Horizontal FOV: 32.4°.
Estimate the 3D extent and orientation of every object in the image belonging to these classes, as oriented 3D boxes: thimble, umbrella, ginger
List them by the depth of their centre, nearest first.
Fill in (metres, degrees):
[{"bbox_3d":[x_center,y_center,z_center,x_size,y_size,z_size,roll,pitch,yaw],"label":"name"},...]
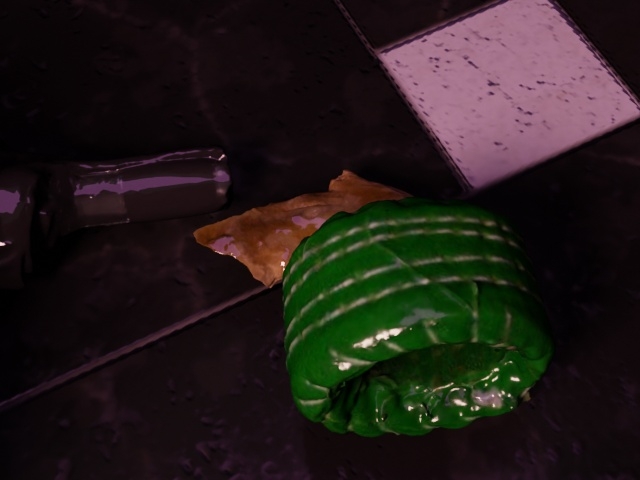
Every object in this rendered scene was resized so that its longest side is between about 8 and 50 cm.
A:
[{"bbox_3d":[0.048,0.039,0.547,0.130,0.118,0.090,8,51,-23],"label":"thimble"},{"bbox_3d":[-0.218,-0.012,0.614,0.340,0.118,0.118,-9,59,-8],"label":"umbrella"},{"bbox_3d":[-0.002,-0.005,0.620,0.137,0.044,0.057,-13,29,-10],"label":"ginger"}]
